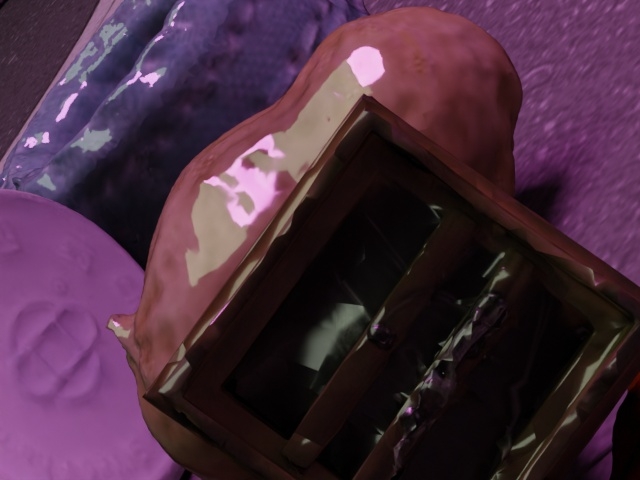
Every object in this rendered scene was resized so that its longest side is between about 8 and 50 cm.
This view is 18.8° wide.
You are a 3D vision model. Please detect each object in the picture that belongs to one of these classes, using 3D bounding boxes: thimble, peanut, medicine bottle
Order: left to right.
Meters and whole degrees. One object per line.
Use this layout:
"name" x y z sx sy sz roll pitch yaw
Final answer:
"medicine bottle" -0.229 0.132 1.022 0.332 0.190 0.190 -40 22 34
"thimble" -0.067 -0.063 1.084 0.235 0.143 0.198 -49 19 3
"peanut" 0.000 0.000 0.828 0.224 0.129 0.129 -50 18 0

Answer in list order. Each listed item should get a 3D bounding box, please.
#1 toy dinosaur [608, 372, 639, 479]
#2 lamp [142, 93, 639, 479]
"toy dinosaur" 0.108 0.060 0.509 0.432 0.097 0.208 -44 8 15
"lamp" 0.024 0.039 0.578 0.089 0.090 0.325 -54 -5 -3
